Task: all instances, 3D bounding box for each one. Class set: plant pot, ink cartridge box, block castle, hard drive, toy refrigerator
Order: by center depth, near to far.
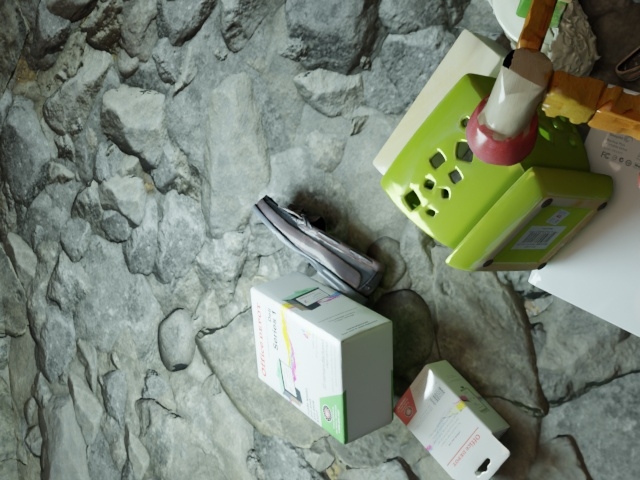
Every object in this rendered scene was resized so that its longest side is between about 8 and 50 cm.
[{"bbox_3d":[0.381,-0.273,0.930,0.303,0.213,0.453,18,72,8],"label":"block castle"},{"bbox_3d":[0.455,-0.041,1.115,0.210,0.040,0.318,29,108,35],"label":"hard drive"},{"bbox_3d":[0.265,-0.079,1.124,0.227,0.228,0.207,-53,52,35],"label":"plant pot"},{"bbox_3d":[0.208,-0.206,1.275,0.094,0.102,0.269,50,120,27],"label":"toy refrigerator"},{"bbox_3d":[0.230,0.311,1.288,0.198,0.067,0.115,47,118,30],"label":"ink cartridge box"},{"bbox_3d":[-0.002,0.198,1.376,0.278,0.117,0.201,25,125,50],"label":"ink cartridge box"}]

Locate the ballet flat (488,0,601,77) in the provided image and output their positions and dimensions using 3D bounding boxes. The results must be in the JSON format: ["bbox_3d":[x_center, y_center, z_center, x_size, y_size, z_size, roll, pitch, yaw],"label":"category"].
[{"bbox_3d":[0.294,-0.415,1.172,0.147,0.147,0.408,-33,71,35],"label":"ballet flat"}]

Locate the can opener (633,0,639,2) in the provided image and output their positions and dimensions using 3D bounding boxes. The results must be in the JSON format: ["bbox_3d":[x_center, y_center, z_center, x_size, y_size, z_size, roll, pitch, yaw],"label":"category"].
[{"bbox_3d":[0.434,-0.390,1.126,0.186,0.073,0.059,31,149,38],"label":"can opener"}]

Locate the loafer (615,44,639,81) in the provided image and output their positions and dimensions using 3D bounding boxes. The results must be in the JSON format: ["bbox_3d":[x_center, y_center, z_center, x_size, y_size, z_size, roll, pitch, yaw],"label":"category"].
[{"bbox_3d":[0.476,-0.271,1.093,0.125,0.039,0.045,-39,66,33],"label":"loafer"}]

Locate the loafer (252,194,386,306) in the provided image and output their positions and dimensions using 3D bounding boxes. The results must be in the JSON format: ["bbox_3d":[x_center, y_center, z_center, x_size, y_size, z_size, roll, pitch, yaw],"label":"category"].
[{"bbox_3d":[0.000,0.000,1.463,0.302,0.109,0.095,42,97,24],"label":"loafer"}]
